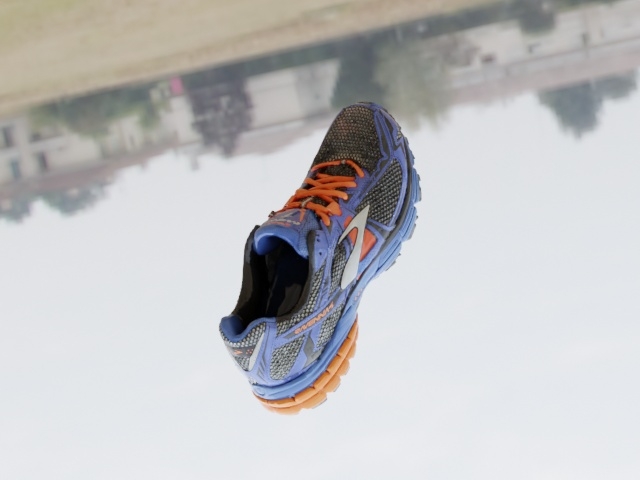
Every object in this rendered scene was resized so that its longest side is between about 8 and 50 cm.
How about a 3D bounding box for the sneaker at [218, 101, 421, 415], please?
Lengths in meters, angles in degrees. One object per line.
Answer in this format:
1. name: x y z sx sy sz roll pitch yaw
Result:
1. sneaker: 0.000 0.000 0.927 0.083 0.221 0.087 1 150 35
